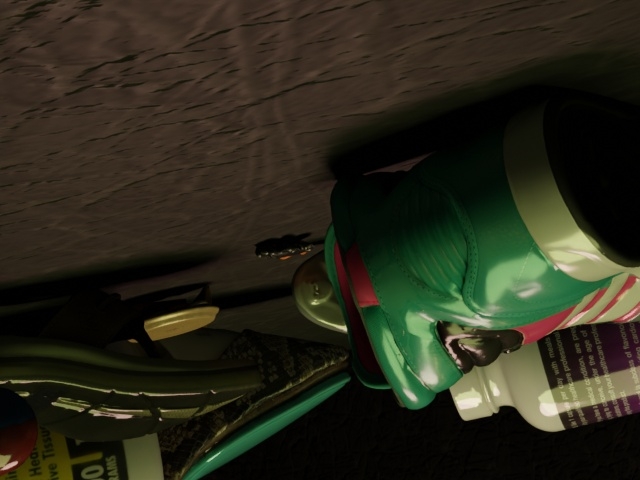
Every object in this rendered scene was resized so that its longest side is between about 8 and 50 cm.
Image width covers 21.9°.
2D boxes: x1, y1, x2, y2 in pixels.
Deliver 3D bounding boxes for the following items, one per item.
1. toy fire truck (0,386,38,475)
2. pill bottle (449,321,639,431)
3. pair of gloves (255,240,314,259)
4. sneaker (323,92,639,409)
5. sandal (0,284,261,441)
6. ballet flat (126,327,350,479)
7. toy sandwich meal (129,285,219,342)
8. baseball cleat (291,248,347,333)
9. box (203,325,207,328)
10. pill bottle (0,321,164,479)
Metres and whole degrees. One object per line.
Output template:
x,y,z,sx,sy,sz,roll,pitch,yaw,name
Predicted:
-0.290,0.139,0.882,0.254,0.169,0.302,-21,164,12,toy fire truck
0.270,0.065,1.483,0.323,0.181,0.181,-14,174,10,pill bottle
0.000,0.000,1.077,0.083,0.010,0.074,-12,176,12,pair of gloves
0.097,0.015,0.853,0.178,0.124,0.295,-22,164,24,sneaker
-0.161,0.067,1.038,0.303,0.086,0.120,13,152,-38,sandal
-0.161,0.175,1.390,0.483,0.182,0.164,-41,180,-40,ballet flat
-0.117,0.055,1.254,0.085,0.029,0.085,-15,170,-3,toy sandwich meal
0.059,0.029,1.202,0.206,0.072,0.109,-7,178,-27,baseball cleat
-0.168,0.107,1.637,0.081,0.028,0.136,-11,172,-23,box
-0.293,0.171,1.161,0.334,0.188,0.188,-12,174,-22,pill bottle
